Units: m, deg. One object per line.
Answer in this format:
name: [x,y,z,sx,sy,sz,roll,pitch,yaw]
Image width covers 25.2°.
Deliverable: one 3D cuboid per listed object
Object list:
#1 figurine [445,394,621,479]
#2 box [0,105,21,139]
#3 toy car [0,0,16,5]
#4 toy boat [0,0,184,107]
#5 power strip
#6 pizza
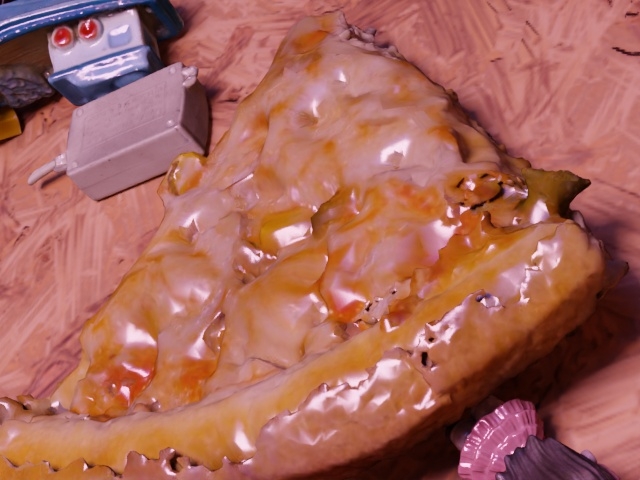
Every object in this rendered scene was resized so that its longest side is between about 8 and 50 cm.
figurine: [0.111,0.132,0.773,0.072,0.054,0.129,-47,43,-1]
box: [-0.344,-0.097,1.229,0.155,0.023,0.087,-20,45,-18]
toy car: [-0.199,-0.247,1.266,0.216,0.063,0.103,-41,44,8]
toy boat: [-0.228,-0.140,1.169,0.237,0.109,0.098,-17,71,7]
power strip: [-0.162,-0.077,1.125,0.175,0.042,0.075,-20,48,21]
pizza: [-0.002,0.025,0.889,0.392,0.080,0.435,11,65,46]
